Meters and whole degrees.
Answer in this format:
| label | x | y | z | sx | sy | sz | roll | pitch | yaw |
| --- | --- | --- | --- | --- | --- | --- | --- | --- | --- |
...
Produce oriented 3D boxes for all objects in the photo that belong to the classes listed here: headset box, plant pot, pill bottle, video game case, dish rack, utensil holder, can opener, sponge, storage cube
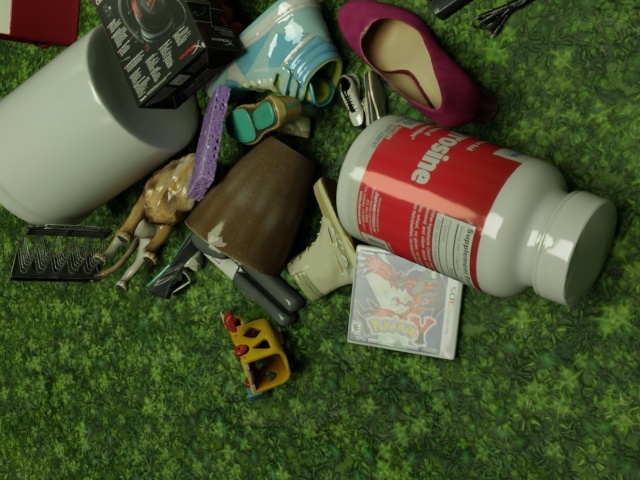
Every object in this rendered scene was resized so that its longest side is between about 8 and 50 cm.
| label | x | y | z | sx | sy | sz | roll | pitch | yaw |
| --- | --- | --- | --- | --- | --- | --- | --- | --- | --- |
| headset box | -0.310 | -0.437 | 1.706 | 0.218 | 0.110 | 0.293 | -33 | 76 | 34 |
| plant pot | -0.112 | -0.080 | 1.701 | 0.215 | 0.215 | 0.230 | 35 | 96 | 29 |
| pill bottle | 0.247 | -0.046 | 1.407 | 0.408 | 0.229 | 0.228 | 23 | 106 | 32 |
| video game case | 0.154 | 0.110 | 1.574 | 0.201 | 0.023 | 0.183 | 8 | 97 | 18 |
| dish rack | -0.589 | 0.027 | 1.994 | 0.271 | 0.208 | 0.074 | -35 | 58 | 58 |
| utensil holder | -0.504 | -0.244 | 1.888 | 0.386 | 0.328 | 0.327 | -26 | 77 | 33 |
| can opener | -0.161 | 0.071 | 1.792 | 0.283 | 0.095 | 0.076 | 40 | 115 | 29 |
| sponge | -0.220 | -0.193 | 1.720 | 0.117 | 0.031 | 0.210 | 136 | 145 | -61 |
| storage cube | -0.717 | -0.578 | 2.104 | 0.184 | 0.193 | 0.214 | 12 | 100 | 35 |

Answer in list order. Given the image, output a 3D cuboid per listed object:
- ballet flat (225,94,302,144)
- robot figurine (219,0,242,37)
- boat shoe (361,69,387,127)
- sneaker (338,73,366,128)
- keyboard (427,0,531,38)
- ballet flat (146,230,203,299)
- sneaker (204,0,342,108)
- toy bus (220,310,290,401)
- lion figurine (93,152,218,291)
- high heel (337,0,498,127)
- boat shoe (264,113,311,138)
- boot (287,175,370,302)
| label | x | y | z | sx | sy | sz | roll | pitch | yaw |
| --- | --- | --- | --- | --- | --- | --- | --- | --- | --- |
| ballet flat | -0.107 | -0.232 | 1.677 | 0.232 | 0.073 | 0.080 | 0 | 107 | 61 |
| robot figurine | -0.253 | -0.424 | 1.815 | 0.128 | 0.158 | 0.219 | 28 | 111 | 62 |
| boat shoe | 0.098 | -0.246 | 1.619 | 0.043 | 0.049 | 0.136 | -12 | 90 | 38 |
| sneaker | 0.058 | -0.263 | 1.648 | 0.040 | 0.044 | 0.109 | -19 | 83 | 33 |
| keyboard | 0.314 | -0.473 | 1.459 | 0.317 | 0.033 | 0.201 | -31 | 75 | 34 |
| ballet flat | -0.301 | 0.055 | 1.918 | 0.203 | 0.074 | 0.074 | -49 | 65 | 21 |
| sneaker | -0.089 | -0.312 | 1.705 | 0.319 | 0.127 | 0.208 | -37 | 75 | 37 |
| toy bus | -0.126 | 0.212 | 1.767 | 0.104 | 0.191 | 0.202 | -18 | 80 | -8 |
| lion figurine | -0.365 | -0.044 | 1.887 | 0.392 | 0.142 | 0.240 | -23 | 34 | 52 |
| high heel | 0.133 | -0.323 | 1.504 | 0.377 | 0.181 | 0.127 | 38 | 113 | 28 |
| boat shoe | -0.087 | -0.222 | 1.750 | 0.153 | 0.056 | 0.048 | -3 | 86 | 29 |
| boot | 0.000 | 0.000 | 1.681 | 0.165 | 0.077 | 0.213 | -28 | 84 | 34 |
